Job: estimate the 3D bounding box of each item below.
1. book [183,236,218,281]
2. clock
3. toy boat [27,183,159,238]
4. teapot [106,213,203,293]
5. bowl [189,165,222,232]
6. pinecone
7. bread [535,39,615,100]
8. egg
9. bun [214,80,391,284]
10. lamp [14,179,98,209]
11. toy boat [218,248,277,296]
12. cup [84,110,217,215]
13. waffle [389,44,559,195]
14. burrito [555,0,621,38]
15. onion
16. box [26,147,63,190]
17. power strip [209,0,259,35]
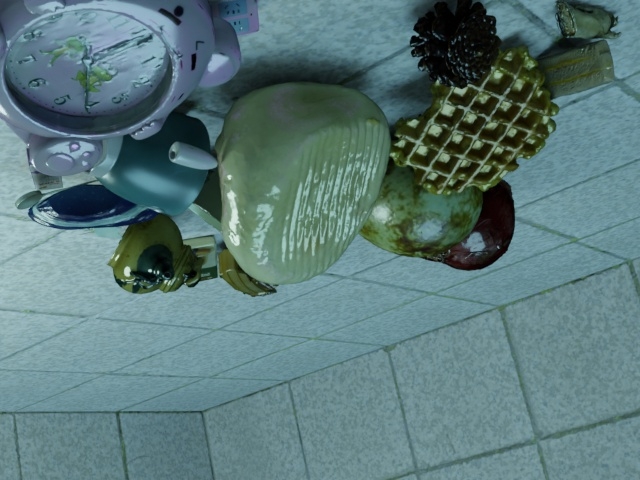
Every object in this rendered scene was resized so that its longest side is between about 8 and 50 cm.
[{"bbox_3d":[-0.345,0.058,2.366,0.202,0.027,0.264,-10,162,-9],"label":"book"},{"bbox_3d":[-0.283,-0.241,1.251,0.322,0.113,0.295,-22,142,9],"label":"clock"},{"bbox_3d":[-0.412,-0.041,1.756,0.210,0.070,0.292,3,169,-29],"label":"toy boat"},{"bbox_3d":[-0.329,0.039,2.059,0.183,0.173,0.269,29,-178,-9],"label":"teapot"},{"bbox_3d":[-0.169,-0.075,1.871,0.112,0.211,0.211,-57,161,-6],"label":"bowl"},{"bbox_3d":[0.199,-0.299,1.500,0.121,0.140,0.140,16,-175,43],"label":"pinecone"},{"bbox_3d":[0.427,-0.286,1.680,0.105,0.077,0.152,-16,-176,7],"label":"bread"},{"bbox_3d":[0.175,-0.084,1.953,0.290,0.238,0.238,-6,170,41],"label":"egg"},{"bbox_3d":[-0.046,-0.110,1.664,0.361,0.213,0.361,-29,137,-30],"label":"bun"},{"bbox_3d":[-0.435,-0.080,1.750,0.198,0.056,0.050,-22,167,-35],"label":"lamp"},{"bbox_3d":[-0.161,0.074,2.434,0.115,0.089,0.310,-6,164,10],"label":"toy boat"},{"bbox_3d":[-0.290,-0.138,1.598,0.173,0.167,0.300,14,175,-40],"label":"cup"},{"bbox_3d":[0.263,-0.203,1.723,0.301,0.058,0.282,-38,126,19],"label":"waffle"},{"bbox_3d":[0.431,-0.351,1.613,0.149,0.055,0.041,0,-171,-38],"label":"burrito"},{"bbox_3d":[0.298,-0.041,2.217,0.281,0.281,0.221,-21,117,24],"label":"onion"},{"bbox_3d":[-0.472,-0.124,1.713,0.051,0.036,0.117,-8,163,-14],"label":"box"},{"bbox_3d":[-0.211,-0.300,1.347,0.279,0.037,0.109,-11,162,-4],"label":"power strip"}]
